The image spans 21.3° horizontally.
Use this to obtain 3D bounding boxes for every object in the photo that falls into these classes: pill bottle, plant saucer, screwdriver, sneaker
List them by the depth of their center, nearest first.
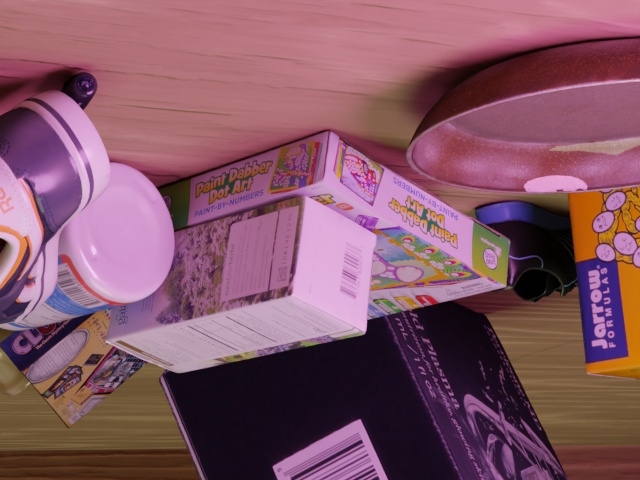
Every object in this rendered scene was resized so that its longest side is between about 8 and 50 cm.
[{"bbox_3d":[-0.197,-0.096,1.279,0.025,0.024,0.170,-30,-178,-26],"label":"screwdriver"},{"bbox_3d":[-0.269,-0.004,1.304,0.127,0.126,0.321,-35,173,-31],"label":"sneaker"},{"bbox_3d":[0.220,-0.097,1.330,0.310,0.050,0.310,-4,167,-1],"label":"plant saucer"},{"bbox_3d":[-0.245,0.012,1.506,0.221,0.124,0.124,-13,164,40],"label":"pill bottle"},{"bbox_3d":[0.241,0.021,1.755,0.232,0.090,0.081,9,162,-43],"label":"sneaker"}]

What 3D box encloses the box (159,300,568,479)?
[{"bbox_3d":[0.109,0.324,2.046,0.297,0.480,0.472,-30,160,14],"label":"box"}]

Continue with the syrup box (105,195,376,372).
[{"bbox_3d":[-0.073,0.043,1.481,0.237,0.093,0.096,-16,148,41],"label":"syrup box"}]

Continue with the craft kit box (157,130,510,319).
[{"bbox_3d":[0.000,0.000,1.545,0.250,0.061,0.246,-17,144,42],"label":"craft kit box"}]

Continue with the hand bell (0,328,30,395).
[{"bbox_3d":[-0.427,0.081,1.857,0.242,0.126,0.126,20,155,-35],"label":"hand bell"}]

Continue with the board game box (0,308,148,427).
[{"bbox_3d":[-0.247,0.110,1.854,0.165,0.042,0.243,-39,163,-11],"label":"board game box"}]

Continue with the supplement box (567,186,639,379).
[{"bbox_3d":[0.425,0.007,1.511,0.356,0.194,0.195,-15,164,39],"label":"supplement box"}]
